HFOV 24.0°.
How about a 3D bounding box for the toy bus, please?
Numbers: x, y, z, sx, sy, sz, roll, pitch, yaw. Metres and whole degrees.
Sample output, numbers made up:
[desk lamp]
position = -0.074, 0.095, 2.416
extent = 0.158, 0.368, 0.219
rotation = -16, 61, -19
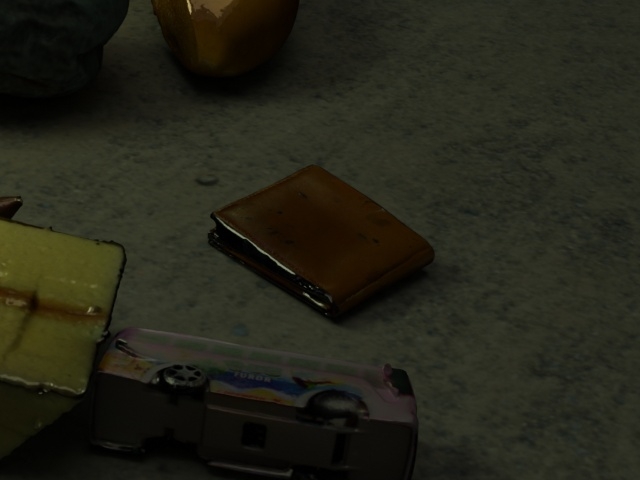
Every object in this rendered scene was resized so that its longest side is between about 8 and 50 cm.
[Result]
[toy bus]
position = -0.053, 0.142, 1.282
extent = 0.274, 0.090, 0.112
rotation = 10, 26, 2

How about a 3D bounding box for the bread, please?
[bread]
position = -0.281, 0.044, 1.278
extent = 0.178, 0.135, 0.240
rotation = 46, 25, -22

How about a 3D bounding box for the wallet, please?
[wallet]
position = 0.000, 0.002, 1.564
extent = 0.195, 0.042, 0.161
rotation = 33, 45, 32

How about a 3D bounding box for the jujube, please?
[jujube]
position = -0.385, -0.284, 1.750
extent = 0.308, 0.215, 0.246
rotation = 18, 47, -24

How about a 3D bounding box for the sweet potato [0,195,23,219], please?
[sweet potato]
position = -0.381, -0.005, 1.484
extent = 0.055, 0.058, 0.202
rotation = -23, 1, 44

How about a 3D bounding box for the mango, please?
[mango]
position = -0.128, -0.332, 1.935
extent = 0.199, 0.201, 0.350
rotation = -20, 41, 7
